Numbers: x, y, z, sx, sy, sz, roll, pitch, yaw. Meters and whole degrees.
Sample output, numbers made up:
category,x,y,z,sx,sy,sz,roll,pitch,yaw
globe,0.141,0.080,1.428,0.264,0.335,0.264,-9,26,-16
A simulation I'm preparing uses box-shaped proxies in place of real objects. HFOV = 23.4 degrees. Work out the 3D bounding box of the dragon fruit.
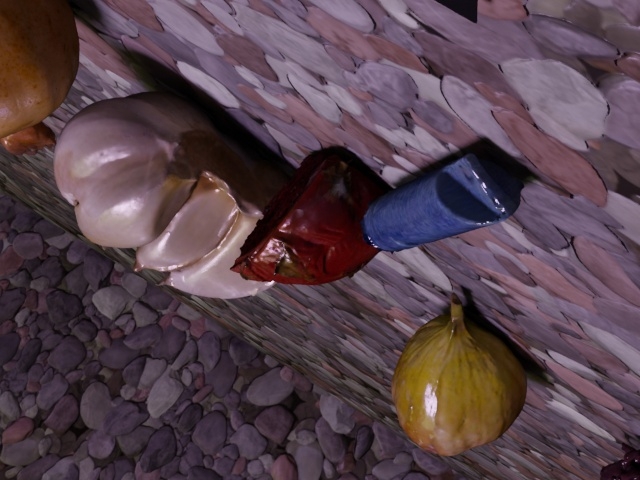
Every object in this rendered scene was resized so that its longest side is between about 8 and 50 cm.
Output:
category,x,y,z,sx,sy,sz,roll,pitch,yaw
dragon fruit,0.002,0.001,1.515,0.120,0.161,0.127,39,180,-11

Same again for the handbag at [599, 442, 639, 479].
category,x,y,z,sx,sy,sz,roll,pitch,yaw
handbag,0.441,0.312,1.726,0.216,0.074,0.203,42,167,-26

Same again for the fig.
category,x,y,z,sx,sy,sz,roll,pitch,yaw
fig,0.152,0.137,1.746,0.159,0.159,0.257,31,152,24

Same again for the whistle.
category,x,y,z,sx,sy,sz,roll,pitch,yaw
whistle,0.096,-0.029,1.316,0.062,0.062,0.304,36,169,-7

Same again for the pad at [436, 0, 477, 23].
category,x,y,z,sx,sy,sz,roll,pitch,yaw
pad,0.014,-0.205,0.910,0.190,0.004,0.127,31,163,16

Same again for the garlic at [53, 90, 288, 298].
category,x,y,z,sx,sy,sz,roll,pitch,yaw
garlic,-0.167,-0.055,1.689,0.281,0.203,0.184,25,-142,-35

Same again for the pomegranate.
category,x,y,z,sx,sy,sz,roll,pitch,yaw
pomegranate,-0.344,-0.198,1.556,0.207,0.207,0.207,34,170,7
